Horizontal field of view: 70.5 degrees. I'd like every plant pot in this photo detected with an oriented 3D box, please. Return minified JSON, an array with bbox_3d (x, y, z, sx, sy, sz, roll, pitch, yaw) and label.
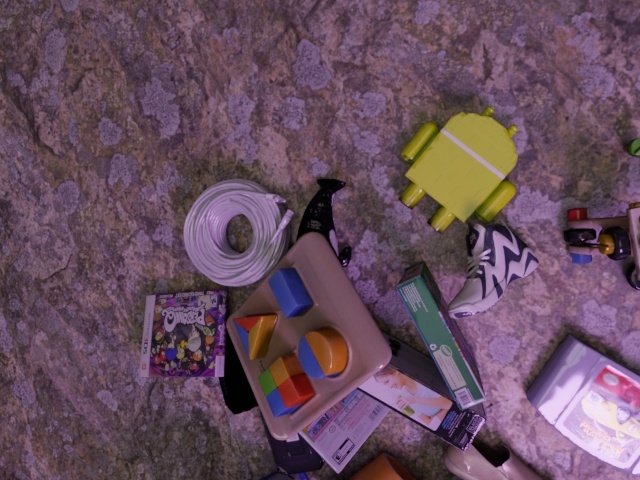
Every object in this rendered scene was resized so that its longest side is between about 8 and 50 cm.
[{"bbox_3d":[0.128,0.594,1.012,0.205,0.205,0.188,41,86,9],"label":"plant pot"}]

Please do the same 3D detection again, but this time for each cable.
[{"bbox_3d":[-0.200,-0.020,1.093,0.257,0.089,0.257,26,98,15],"label":"cable"}]

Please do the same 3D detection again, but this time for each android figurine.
[{"bbox_3d":[0.300,-0.156,0.972,0.248,0.056,0.273,39,103,9],"label":"android figurine"}]

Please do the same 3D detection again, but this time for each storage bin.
[{"bbox_3d":[-0.059,0.455,1.096,0.122,0.084,0.180,-17,90,15],"label":"storage bin"}]

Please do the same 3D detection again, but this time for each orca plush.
[{"bbox_3d":[0.000,0.000,1.037,0.151,0.102,0.287,22,99,12],"label":"orca plush"}]

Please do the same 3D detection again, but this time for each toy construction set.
[{"bbox_3d":[0.610,-0.051,0.805,0.257,0.237,0.309,16,98,13],"label":"toy construction set"}]

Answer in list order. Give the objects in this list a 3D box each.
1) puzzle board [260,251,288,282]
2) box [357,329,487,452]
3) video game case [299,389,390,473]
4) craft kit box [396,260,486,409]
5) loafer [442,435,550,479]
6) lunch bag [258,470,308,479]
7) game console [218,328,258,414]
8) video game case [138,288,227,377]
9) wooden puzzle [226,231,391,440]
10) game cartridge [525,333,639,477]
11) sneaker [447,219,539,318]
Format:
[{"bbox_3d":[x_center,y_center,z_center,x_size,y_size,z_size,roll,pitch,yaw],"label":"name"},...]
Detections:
[{"bbox_3d":[-0.102,0.099,1.119,0.096,0.011,0.128,-23,88,15],"label":"puzzle board"},{"bbox_3d":[0.193,0.301,0.970,0.289,0.169,0.087,29,102,6],"label":"box"},{"bbox_3d":[0.040,0.376,1.039,0.193,0.023,0.212,44,70,8],"label":"video game case"},{"bbox_3d":[0.241,0.173,0.914,0.061,0.246,0.250,-28,87,12],"label":"craft kit box"},{"bbox_3d":[0.402,0.499,0.969,0.268,0.102,0.092,19,104,13],"label":"loafer"},{"bbox_3d":[-0.205,0.730,1.028,0.385,0.328,0.239,-35,82,17],"label":"lunch bag"},{"bbox_3d":[-0.093,0.245,1.076,0.361,0.044,0.213,-29,64,11],"label":"game console"},{"bbox_3d":[-0.344,0.235,1.136,0.232,0.042,0.210,-6,74,20],"label":"video game case"},{"bbox_3d":[-0.061,0.203,0.952,0.348,0.080,0.322,-45,59,26],"label":"wooden puzzle"},{"bbox_3d":[0.598,0.353,0.934,0.294,0.060,0.196,30,105,11],"label":"game cartridge"},{"bbox_3d":[0.320,0.043,0.922,0.235,0.094,0.153,-33,87,-12],"label":"sneaker"}]
